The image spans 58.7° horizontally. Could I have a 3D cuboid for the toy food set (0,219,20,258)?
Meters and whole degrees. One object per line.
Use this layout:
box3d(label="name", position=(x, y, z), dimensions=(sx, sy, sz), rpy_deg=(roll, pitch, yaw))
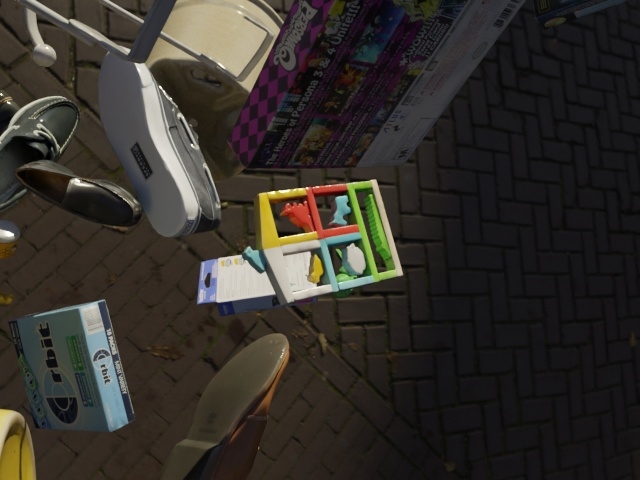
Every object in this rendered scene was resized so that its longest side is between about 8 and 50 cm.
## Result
box3d(label="toy food set", position=(-0.474, -0.012, 0.665), dimensions=(0.111, 0.104, 0.232), rpy_deg=(44, 36, 17))

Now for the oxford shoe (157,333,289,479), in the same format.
box3d(label="oxford shoe", position=(-0.088, 0.196, 0.606), dimensions=(0.076, 0.076, 0.212), rpy_deg=(54, 53, -33))

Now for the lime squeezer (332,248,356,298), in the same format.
box3d(label="lime squeezer", position=(0.035, 0.092, 1.325), dimensions=(0.310, 0.110, 0.059), rpy_deg=(-43, 123, -60))

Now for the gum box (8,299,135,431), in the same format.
box3d(label="gum box", position=(-0.330, 0.167, 0.746), dimensions=(0.041, 0.184, 0.157), rpy_deg=(-16, 94, -53))

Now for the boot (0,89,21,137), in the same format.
box3d(label="boot", position=(-0.642, -0.176, 1.116), dimensions=(0.198, 0.077, 0.137), rpy_deg=(-42, 102, 8))

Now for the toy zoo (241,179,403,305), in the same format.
box3d(label="toy zoo", position=(0.000, 0.000, 1.001), dimensions=(0.293, 0.030, 0.192), rpy_deg=(-9, 80, -31))

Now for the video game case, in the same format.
box3d(label="video game case", position=(0.057, -0.156, 0.469), dimensions=(0.210, 0.232, 0.042), rpy_deg=(-9, 54, -43))

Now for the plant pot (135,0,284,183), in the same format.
box3d(label="plant pot", position=(-0.209, -0.263, 1.034), dimensions=(0.334, 0.334, 0.305), rpy_deg=(32, 28, -19))

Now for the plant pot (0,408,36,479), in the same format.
box3d(label="plant pot", position=(-0.368, 0.232, 0.445), dimensions=(0.239, 0.254, 0.254), rpy_deg=(-3, 82, -16))

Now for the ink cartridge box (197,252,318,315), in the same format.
box3d(label="ink cartridge box", position=(-0.171, 0.109, 1.545), dimensions=(0.311, 0.186, 0.065), rpy_deg=(-7, 128, -3))

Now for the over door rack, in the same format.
box3d(label="over door rack", position=(-0.223, -0.176, 0.424), dimensions=(0.324, 0.239, 0.108), rpy_deg=(20, 105, 3))

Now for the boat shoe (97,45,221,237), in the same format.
box3d(label="boat shoe", position=(-0.230, -0.145, 0.836), dimensions=(0.102, 0.108, 0.301), rpy_deg=(-8, 67, -56))

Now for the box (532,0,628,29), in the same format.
box3d(label="box", position=(0.289, -0.362, 0.590), dimensions=(0.044, 0.159, 0.233), rpy_deg=(0, 82, -56))

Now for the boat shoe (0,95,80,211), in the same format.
box3d(label="boat shoe", position=(-0.514, -0.149, 1.001), dimensions=(0.114, 0.091, 0.302), rpy_deg=(57, 48, -40))

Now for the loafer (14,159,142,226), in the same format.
box3d(label="loafer", position=(-0.325, -0.058, 0.762), dimensions=(0.170, 0.061, 0.062), rpy_deg=(19, 98, 3))
